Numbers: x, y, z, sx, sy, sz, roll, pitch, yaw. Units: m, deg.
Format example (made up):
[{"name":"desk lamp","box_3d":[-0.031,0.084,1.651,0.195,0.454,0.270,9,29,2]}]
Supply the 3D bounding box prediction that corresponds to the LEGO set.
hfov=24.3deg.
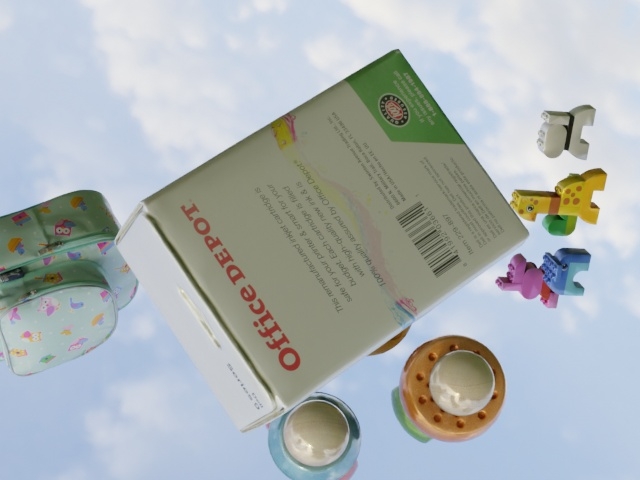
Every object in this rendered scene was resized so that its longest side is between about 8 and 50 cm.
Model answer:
[{"name":"LEGO set","box_3d":[0.232,-0.025,1.548,0.093,0.227,0.087,2,-160,-14]}]

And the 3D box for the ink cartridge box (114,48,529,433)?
[{"name":"ink cartridge box","box_3d":[0.000,0.000,0.951,0.212,0.093,0.154,-33,-94,-27]}]

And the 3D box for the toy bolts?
[{"name":"toy bolts","box_3d":[0.040,0.127,1.397,0.228,0.158,0.218,-34,-98,-9]}]

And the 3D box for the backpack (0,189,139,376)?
[{"name":"backpack","box_3d":[-0.281,0.041,1.558,0.188,0.166,0.144,-29,-122,-20]}]
